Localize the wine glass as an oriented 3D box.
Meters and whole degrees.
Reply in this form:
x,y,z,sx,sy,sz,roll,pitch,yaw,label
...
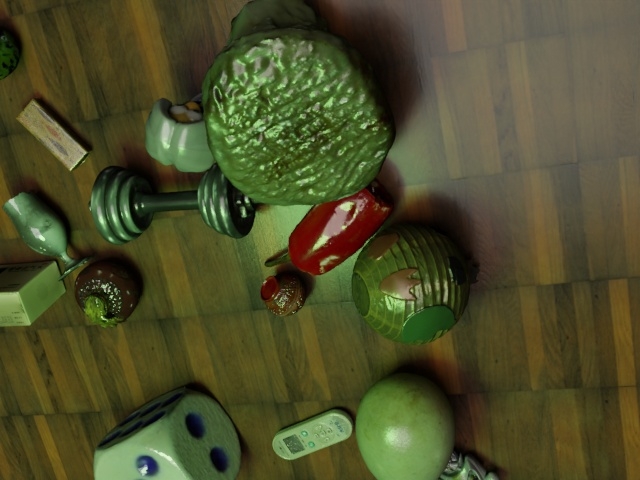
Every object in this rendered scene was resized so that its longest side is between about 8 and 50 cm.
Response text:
x,y,z,sx,sy,sz,roll,pitch,yaw,label
-0.645,-0.015,1.749,0.103,0.103,0.222,-34,100,23,wine glass

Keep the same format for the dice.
x,y,z,sx,sy,sz,roll,pitch,yaw,label
-0.371,0.532,1.812,0.259,0.243,0.251,-27,102,25,dice

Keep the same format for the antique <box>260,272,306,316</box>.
x,y,z,sx,sy,sz,roll,pitch,yaw,label
-0.079,0.122,1.653,0.104,0.104,0.104,5,111,13,antique

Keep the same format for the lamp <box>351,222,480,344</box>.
x,y,z,sx,sy,sz,roll,pitch,yaw,label
0.206,0.086,1.499,0.284,0.250,0.250,-7,112,-19,lamp

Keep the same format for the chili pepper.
x,y,z,sx,sy,sz,roll,pitch,yaw,label
0.000,0.002,1.558,0.338,0.134,0.131,-42,76,23,chili pepper

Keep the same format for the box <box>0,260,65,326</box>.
x,y,z,sx,sy,sz,roll,pitch,yaw,label
-0.757,0.129,1.797,0.212,0.168,0.095,-5,113,16,box

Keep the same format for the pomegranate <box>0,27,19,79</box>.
x,y,z,sx,sy,sz,roll,pitch,yaw,label
-0.732,-0.409,1.624,0.161,0.122,0.122,9,115,41,pomegranate

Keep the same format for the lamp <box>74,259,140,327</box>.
x,y,z,sx,sy,sz,roll,pitch,yaw,label
-0.507,0.126,1.747,0.157,0.135,0.156,44,114,-2,lamp

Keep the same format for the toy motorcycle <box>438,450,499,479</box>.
x,y,z,sx,sy,sz,roll,pitch,yaw,label
0.341,0.575,1.727,0.152,0.073,0.225,-6,107,15,toy motorcycle

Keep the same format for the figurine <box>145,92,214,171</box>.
x,y,z,sx,sy,sz,roll,pitch,yaw,label
-0.246,-0.218,1.491,0.176,0.236,0.133,19,113,8,figurine

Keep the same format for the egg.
x,y,z,sx,sy,sz,roll,pitch,yaw,label
0.187,0.432,1.636,0.218,0.218,0.295,5,120,13,egg

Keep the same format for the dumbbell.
x,y,z,sx,sy,sz,roll,pitch,yaw,label
-0.311,-0.084,1.592,0.406,0.179,0.179,-2,110,15,dumbbell

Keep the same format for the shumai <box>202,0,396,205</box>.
x,y,z,sx,sy,sz,roll,pitch,yaw,label
-0.052,-0.282,1.376,0.324,0.323,0.397,-18,139,9,shumai

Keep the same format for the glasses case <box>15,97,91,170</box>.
x,y,z,sx,sy,sz,roll,pitch,yaw,label
-0.602,-0.241,1.686,0.170,0.041,0.064,45,103,-4,glasses case

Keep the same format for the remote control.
x,y,z,sx,sy,sz,roll,pitch,yaw,label
-0.018,0.468,1.799,0.221,0.042,0.078,-27,102,23,remote control
